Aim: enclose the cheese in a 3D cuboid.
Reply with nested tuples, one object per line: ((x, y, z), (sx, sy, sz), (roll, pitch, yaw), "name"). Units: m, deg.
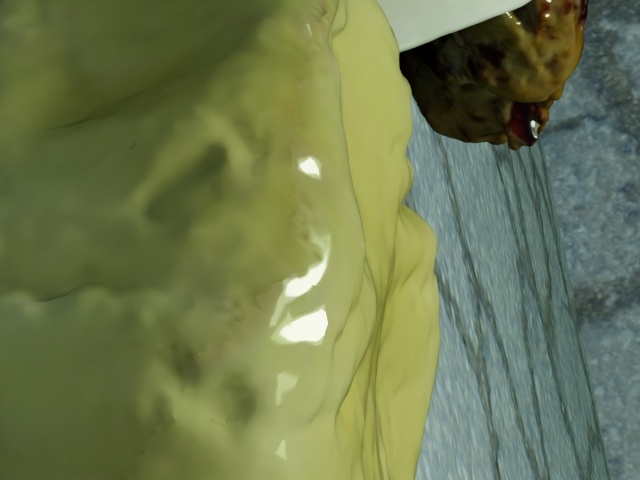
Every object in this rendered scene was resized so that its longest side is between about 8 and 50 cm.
((-0.029, 0.027, 0.517), (0.214, 0.117, 0.226), (71, 18, -46), "cheese")

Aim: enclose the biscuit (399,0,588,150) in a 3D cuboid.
((0.080, -0.213, 1.161), (0.289, 0.081, 0.334), (-117, -158, -44), "biscuit")

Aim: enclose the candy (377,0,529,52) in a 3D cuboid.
((-0.001, -0.257, 0.848), (0.359, 0.145, 0.208), (61, 20, -58), "candy")
